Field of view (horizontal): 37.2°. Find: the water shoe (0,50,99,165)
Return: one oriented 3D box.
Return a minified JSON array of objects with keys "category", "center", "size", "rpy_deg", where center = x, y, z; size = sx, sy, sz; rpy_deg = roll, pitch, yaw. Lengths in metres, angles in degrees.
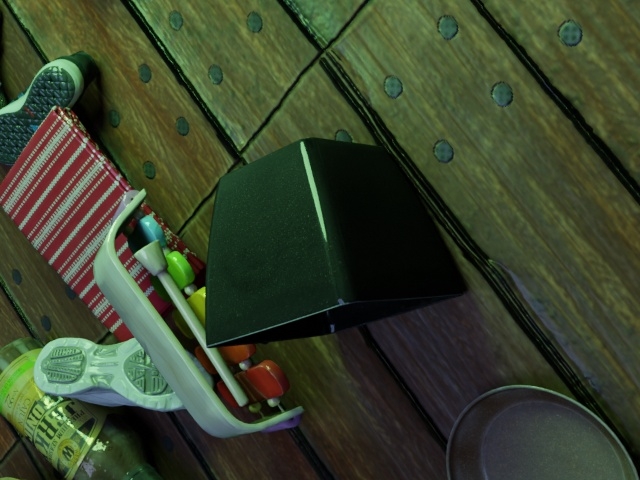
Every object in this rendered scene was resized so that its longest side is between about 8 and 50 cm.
[{"category":"water shoe","center":[-0.351,-0.164,1.209],"size":[0.203,0.080,0.073],"rpy_deg":[-31,104,35]}]

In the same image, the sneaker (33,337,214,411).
[{"category":"sneaker","center":[-0.237,0.173,1.212],"size":[0.232,0.115,0.090],"rpy_deg":[6,72,15]}]

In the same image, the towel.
[{"category":"towel","center":[-0.277,-0.010,1.186],"size":[0.275,0.031,0.199],"rpy_deg":[49,126,1]}]

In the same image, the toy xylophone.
[{"category":"toy xylophone","center":[-0.137,0.094,1.036],"size":[0.323,0.081,0.236],"rpy_deg":[58,154,-7]}]

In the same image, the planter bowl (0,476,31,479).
[{"category":"planter bowl","center":[-0.391,0.430,1.383],"size":[0.217,0.090,0.217],"rpy_deg":[11,109,34]}]

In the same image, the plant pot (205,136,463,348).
[{"category":"plant pot","center":[0.000,0.000,0.934],"size":[0.187,0.188,0.167],"rpy_deg":[-20,76,39]}]

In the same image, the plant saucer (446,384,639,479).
[{"category":"plant saucer","center":[0.216,0.229,0.912],"size":[0.198,0.036,0.199],"rpy_deg":[10,108,34]}]

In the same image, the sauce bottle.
[{"category":"sauce bottle","center":[-0.311,0.265,1.270],"size":[0.344,0.111,0.111],"rpy_deg":[34,120,24]}]

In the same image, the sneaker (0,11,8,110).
[{"category":"sneaker","center":[-0.464,-0.236,1.266],"size":[0.130,0.087,0.228],"rpy_deg":[-42,70,43]}]
